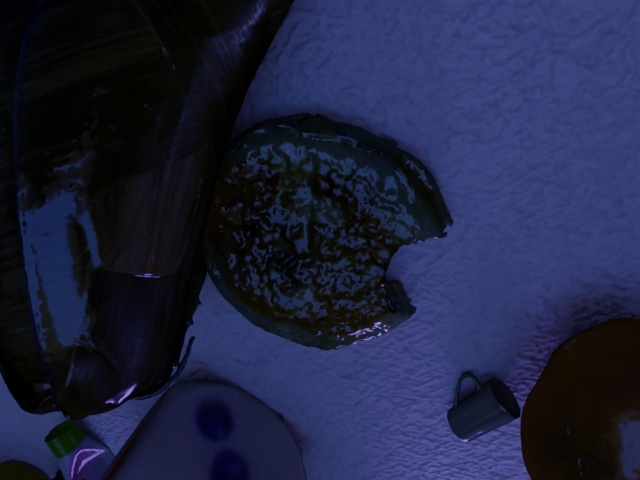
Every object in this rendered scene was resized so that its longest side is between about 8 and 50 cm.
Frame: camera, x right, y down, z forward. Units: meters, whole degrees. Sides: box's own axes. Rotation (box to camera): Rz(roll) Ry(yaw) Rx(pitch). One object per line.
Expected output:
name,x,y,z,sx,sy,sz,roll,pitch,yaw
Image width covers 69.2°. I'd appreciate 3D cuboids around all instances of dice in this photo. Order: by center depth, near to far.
dice,-0.188,0.387,0.668,0.251,0.259,0.243,36,120,-8

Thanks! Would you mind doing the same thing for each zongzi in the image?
zongzi,-0.123,-0.067,0.419,0.431,0.208,0.404,-16,87,12

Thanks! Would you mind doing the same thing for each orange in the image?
orange,0.335,0.199,0.512,0.248,0.183,0.249,0,102,-2

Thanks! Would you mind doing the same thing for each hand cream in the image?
hand cream,-0.388,0.440,0.835,0.079,0.050,0.275,-32,108,-15

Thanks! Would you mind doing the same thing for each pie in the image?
pie,-0.008,-0.002,0.544,0.302,0.067,0.303,4,114,9

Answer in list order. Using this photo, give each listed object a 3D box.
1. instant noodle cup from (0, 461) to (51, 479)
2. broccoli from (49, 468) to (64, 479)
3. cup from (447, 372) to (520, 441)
instant noodle cup,-0.615,0.551,0.844,0.215,0.236,0.216,5,117,9
broccoli,-0.458,0.502,0.851,0.162,0.145,0.138,59,152,-4
cup,0.208,0.223,0.618,0.075,0.054,0.083,39,119,-10
